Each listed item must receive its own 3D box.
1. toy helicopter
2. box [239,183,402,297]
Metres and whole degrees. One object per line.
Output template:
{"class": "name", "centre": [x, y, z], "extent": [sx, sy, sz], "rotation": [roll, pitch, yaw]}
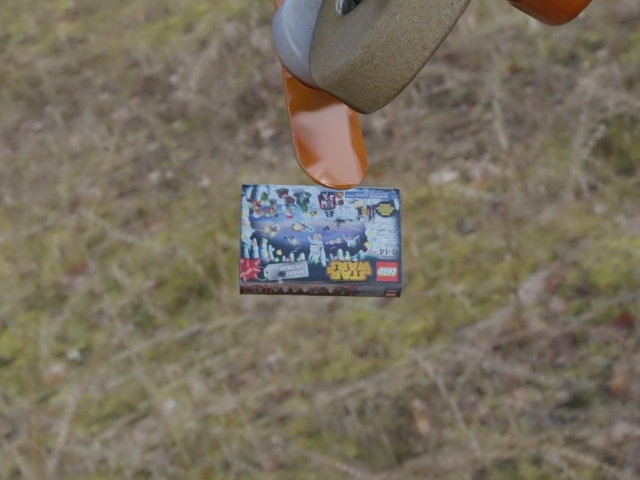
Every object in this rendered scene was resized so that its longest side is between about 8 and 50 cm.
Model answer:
{"class": "toy helicopter", "centre": [0.046, -0.185, 0.994], "extent": [0.235, 0.140, 0.355], "rotation": [-55, 17, 30]}
{"class": "box", "centre": [0.000, 0.000, 1.467], "extent": [0.137, 0.027, 0.094], "rotation": [1, 64, -3]}
